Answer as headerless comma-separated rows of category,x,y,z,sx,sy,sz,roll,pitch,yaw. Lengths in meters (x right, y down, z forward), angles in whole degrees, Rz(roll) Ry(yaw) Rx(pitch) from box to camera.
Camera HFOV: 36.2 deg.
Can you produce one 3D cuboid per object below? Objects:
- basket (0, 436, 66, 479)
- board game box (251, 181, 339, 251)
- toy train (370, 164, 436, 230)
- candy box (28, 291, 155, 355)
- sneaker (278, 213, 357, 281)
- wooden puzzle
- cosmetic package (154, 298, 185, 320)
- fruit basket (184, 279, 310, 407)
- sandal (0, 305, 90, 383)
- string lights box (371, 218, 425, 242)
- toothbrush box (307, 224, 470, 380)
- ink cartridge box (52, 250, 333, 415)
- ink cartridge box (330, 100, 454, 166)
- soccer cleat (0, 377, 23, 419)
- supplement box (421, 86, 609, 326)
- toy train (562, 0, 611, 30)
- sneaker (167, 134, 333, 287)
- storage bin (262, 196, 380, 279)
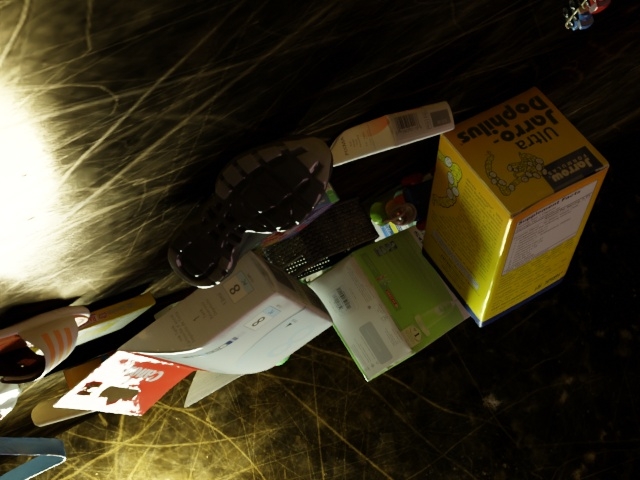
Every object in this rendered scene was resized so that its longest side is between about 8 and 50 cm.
basket,-0.523,0.313,1.297,0.255,0.201,0.289,-33,153,30
board game box,-0.085,-0.017,1.429,0.201,0.035,0.136,-23,171,-40
toy train,0.146,-0.060,1.826,0.248,0.105,0.143,-22,-176,-42
candy box,-0.355,0.133,1.484,0.105,0.027,0.206,-31,173,39
sneaker,-0.021,0.043,1.889,0.094,0.091,0.258,-23,171,-40
wooden puzzle,-0.348,0.231,1.893,0.322,0.080,0.348,-19,-176,34
cosmetic package,-0.251,0.134,1.850,0.060,0.041,0.115,-32,172,38
fruit basket,-0.117,0.203,2.054,0.327,0.165,0.353,-30,-160,12
sandal,-0.396,0.152,1.257,0.102,0.076,0.265,-32,172,31
string lights box,0.234,-0.045,2.082,0.260,0.133,0.077,-35,170,38
toothbrush box,0.137,0.106,1.796,0.122,0.206,0.283,-36,173,33
ink cartridge box,-0.188,0.189,1.564,0.385,0.091,0.308,-38,160,5
ink cartridge box,0.060,-0.129,1.249,0.179,0.045,0.145,-11,-173,39
soccer cleat,-0.489,0.211,1.419,0.076,0.068,0.196,-60,169,-11
supplement box,0.315,-0.048,1.659,0.194,0.195,0.356,-27,151,-17
toy train,0.311,-0.275,1.101,0.027,0.036,0.158,-27,173,-10
sneaker,-0.076,-0.049,1.100,0.267,0.101,0.106,-35,-167,40
storage bin,0.000,0.000,1.695,0.122,0.084,0.180,-34,171,40
